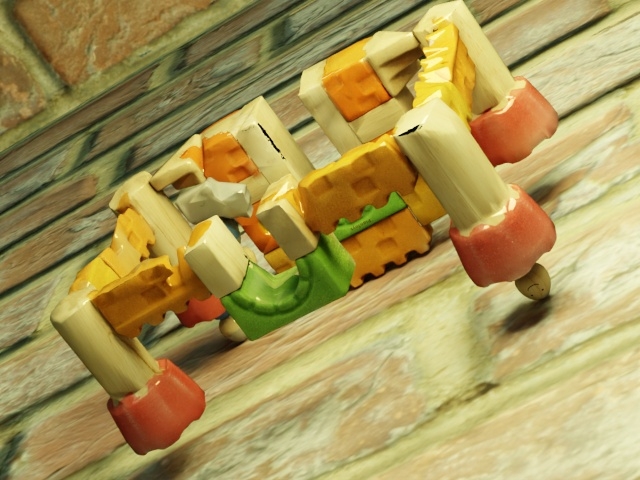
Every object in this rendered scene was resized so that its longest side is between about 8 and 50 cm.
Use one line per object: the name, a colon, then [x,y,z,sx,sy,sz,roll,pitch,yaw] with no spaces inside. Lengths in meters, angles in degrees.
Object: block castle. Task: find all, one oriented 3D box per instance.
block castle: [0.000,0.000,1.569,0.453,0.213,0.303,-28,23,23]
